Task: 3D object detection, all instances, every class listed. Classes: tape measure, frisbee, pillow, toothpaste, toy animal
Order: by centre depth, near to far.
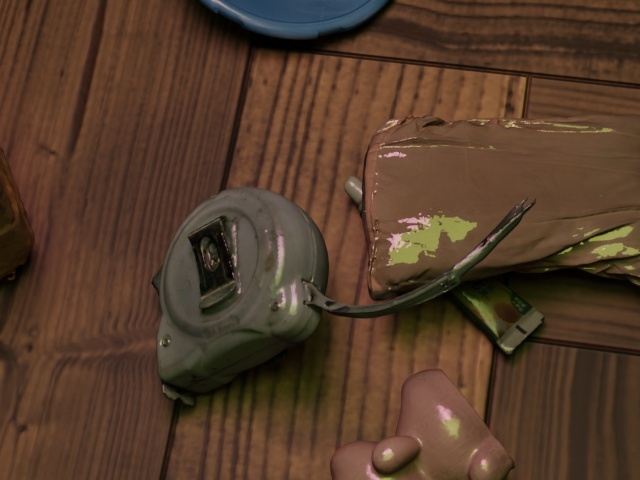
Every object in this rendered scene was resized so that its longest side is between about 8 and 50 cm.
[{"bbox_3d":[0.041,0.197,1.178,0.212,0.124,0.124,-41,69,-8],"label":"toy animal"},{"bbox_3d":[0.000,0.001,1.207,0.330,0.084,0.164,-30,61,28],"label":"tape measure"},{"bbox_3d":[0.164,-0.031,1.285,0.270,0.067,0.173,0,59,-7],"label":"pillow"},{"bbox_3d":[0.096,0.014,1.302,0.204,0.031,0.049,42,66,17],"label":"toothpaste"},{"bbox_3d":[-0.034,-0.289,1.430,0.242,0.045,0.242,4,72,-13],"label":"frisbee"}]

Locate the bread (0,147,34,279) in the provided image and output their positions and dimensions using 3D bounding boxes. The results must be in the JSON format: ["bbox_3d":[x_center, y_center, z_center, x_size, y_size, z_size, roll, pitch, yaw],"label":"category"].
[{"bbox_3d":[-0.405,-0.074,1.279,0.279,0.207,0.279,-27,65,-10],"label":"bread"}]
